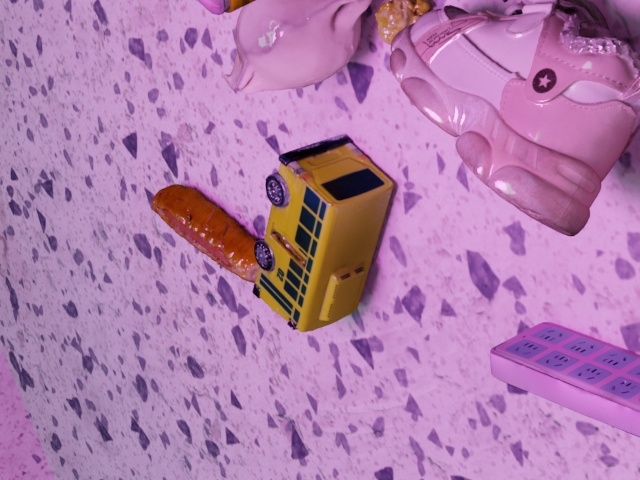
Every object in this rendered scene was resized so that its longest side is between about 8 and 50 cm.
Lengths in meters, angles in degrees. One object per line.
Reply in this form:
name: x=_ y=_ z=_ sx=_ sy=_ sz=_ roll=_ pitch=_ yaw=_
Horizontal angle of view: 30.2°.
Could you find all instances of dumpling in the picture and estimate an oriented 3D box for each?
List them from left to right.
dumpling: x=-0.029 y=-0.296 z=1.536 sx=0.258 sy=0.147 sz=0.193 roll=-30 pitch=47 yaw=33

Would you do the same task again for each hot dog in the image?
hot dog: x=-0.176 y=-0.018 z=1.944 sx=0.286 sy=0.088 sz=0.061 roll=32 pitch=133 yaw=34

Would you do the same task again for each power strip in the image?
power strip: x=0.317 y=0.157 z=1.331 sx=0.279 sy=0.109 sz=0.037 roll=20 pitch=122 yaw=47

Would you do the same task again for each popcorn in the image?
popcorn: x=0.105 y=-0.262 z=1.440 sx=0.083 sy=0.068 sz=0.059 roll=32 pitch=172 yaw=6

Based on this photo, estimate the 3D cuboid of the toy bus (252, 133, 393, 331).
toy bus: x=0.000 y=0.000 z=1.663 sx=0.150 sy=0.128 sz=0.262 roll=44 pitch=138 yaw=31

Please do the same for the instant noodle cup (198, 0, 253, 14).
instant noodle cup: x=-0.075 y=-0.422 z=1.319 sx=0.325 sy=0.254 sz=0.325 roll=54 pitch=171 yaw=12

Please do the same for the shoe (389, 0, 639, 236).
shoe: x=0.224 y=-0.170 z=1.249 sx=0.198 sy=0.172 sz=0.351 roll=-50 pitch=42 yaw=17

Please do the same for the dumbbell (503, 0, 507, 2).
dumbbell: x=0.161 y=-0.315 z=1.320 sx=0.147 sy=0.069 sz=0.069 roll=51 pitch=142 yaw=23
